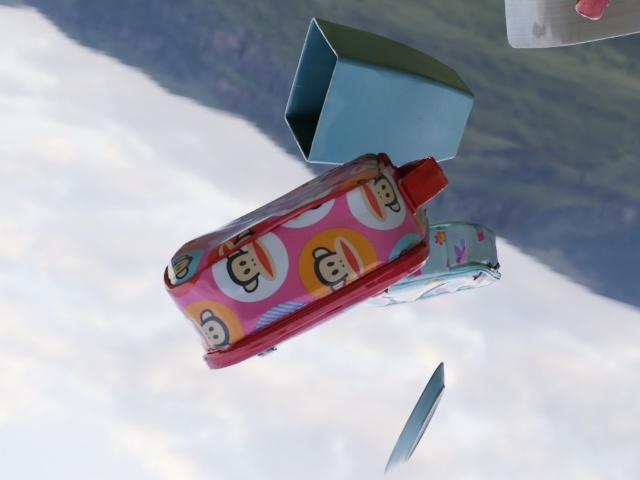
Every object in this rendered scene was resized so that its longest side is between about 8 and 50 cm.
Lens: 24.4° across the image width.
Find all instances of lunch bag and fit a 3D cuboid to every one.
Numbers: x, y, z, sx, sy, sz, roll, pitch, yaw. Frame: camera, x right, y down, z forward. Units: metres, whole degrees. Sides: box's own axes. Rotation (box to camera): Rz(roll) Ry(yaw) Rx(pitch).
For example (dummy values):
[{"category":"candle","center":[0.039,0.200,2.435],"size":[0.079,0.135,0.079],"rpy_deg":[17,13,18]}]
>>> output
[{"category":"lunch bag","center":[0.000,0.000,1.355],"size":[0.258,0.120,0.293],"rpy_deg":[-29,-175,8]},{"category":"lunch bag","center":[0.182,0.047,2.623],"size":[0.279,0.108,0.224],"rpy_deg":[-10,166,17]}]

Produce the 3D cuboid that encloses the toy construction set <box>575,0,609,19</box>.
[{"category":"toy construction set","center":[0.168,-0.356,1.233],"size":[0.309,0.237,0.257],"rpy_deg":[37,-154,29]}]

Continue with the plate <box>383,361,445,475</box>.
[{"category":"plate","center":[0.145,0.265,2.171],"size":[0.024,0.188,0.188],"rpy_deg":[28,-162,11]}]

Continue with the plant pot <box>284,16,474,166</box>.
[{"category":"plant pot","center":[0.093,-0.205,2.187],"size":[0.234,0.165,0.166],"rpy_deg":[8,-154,-19]}]

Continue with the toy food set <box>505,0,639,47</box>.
[{"category":"toy food set","center":[0.341,-0.357,1.765],"size":[0.306,0.220,0.092],"rpy_deg":[-15,-164,-33]}]
